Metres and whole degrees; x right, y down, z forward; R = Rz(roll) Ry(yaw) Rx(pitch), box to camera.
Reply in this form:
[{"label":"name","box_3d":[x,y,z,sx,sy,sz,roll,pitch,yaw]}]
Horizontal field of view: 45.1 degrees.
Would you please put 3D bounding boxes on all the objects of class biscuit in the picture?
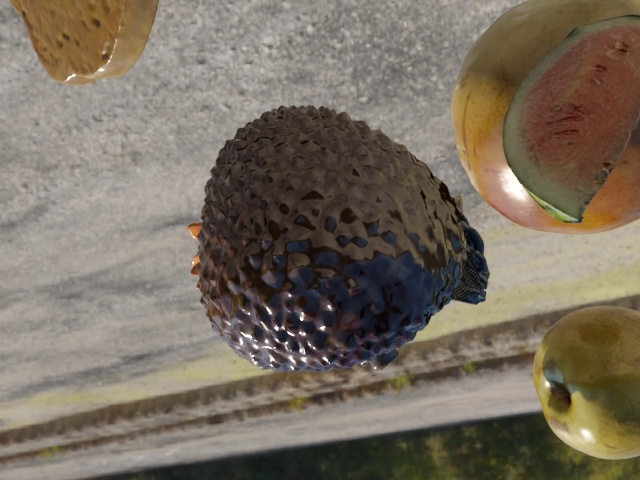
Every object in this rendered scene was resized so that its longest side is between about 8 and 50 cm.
[{"label":"biscuit","box_3d":[-0.255,-0.337,0.760,0.057,0.351,0.312,-20,163,-41]}]

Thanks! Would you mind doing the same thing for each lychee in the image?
[{"label":"lychee","box_3d":[0.005,0.004,0.525,0.195,0.194,0.194,-6,163,-2]}]

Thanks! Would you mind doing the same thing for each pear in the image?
[{"label":"pear","box_3d":[0.403,0.191,1.056,0.209,0.208,0.209,-6,163,-2]}]

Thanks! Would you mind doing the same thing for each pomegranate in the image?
[{"label":"pomegranate","box_3d":[0.327,-0.162,0.968,0.320,0.319,0.319,-6,163,-2]}]

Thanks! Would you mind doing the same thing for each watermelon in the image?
[{"label":"watermelon","box_3d":[0.228,-0.114,0.674,0.063,0.245,0.119,45,152,-25]}]

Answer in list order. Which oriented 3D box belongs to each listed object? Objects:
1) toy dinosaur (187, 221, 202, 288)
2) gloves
[{"label":"toy dinosaur","box_3d":[-0.105,0.013,0.932,0.117,0.070,0.288,-11,132,-24]},{"label":"gloves","box_3d":[0.240,0.014,1.352,0.106,0.180,0.129,15,177,-31]}]
